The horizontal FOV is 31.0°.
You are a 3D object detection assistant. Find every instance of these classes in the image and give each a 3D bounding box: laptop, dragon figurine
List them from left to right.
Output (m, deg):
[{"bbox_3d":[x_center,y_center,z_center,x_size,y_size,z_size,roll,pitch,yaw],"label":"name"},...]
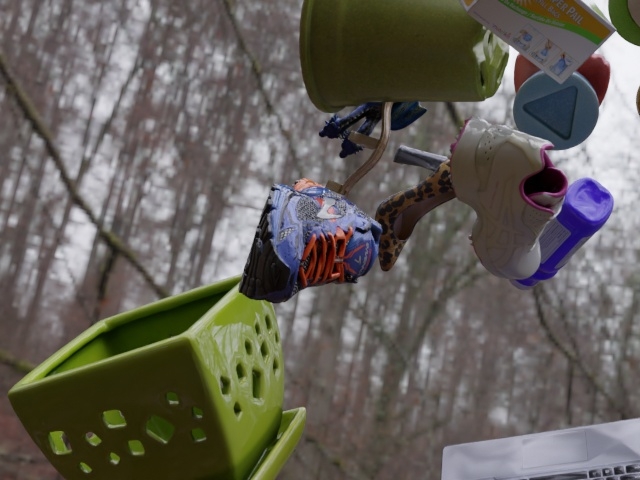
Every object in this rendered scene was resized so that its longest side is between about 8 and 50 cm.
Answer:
[{"bbox_3d":[0.129,-0.238,1.916,0.289,0.144,0.085,-30,-73,31],"label":"dragon figurine"},{"bbox_3d":[0.353,0.374,1.889,0.382,0.408,0.236,-11,-60,15],"label":"laptop"}]

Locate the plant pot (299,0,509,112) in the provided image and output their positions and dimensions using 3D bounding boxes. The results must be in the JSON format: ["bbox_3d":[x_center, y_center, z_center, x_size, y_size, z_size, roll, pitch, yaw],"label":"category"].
[{"bbox_3d":[0.140,-0.310,1.698,0.253,0.276,0.276,10,-17,22],"label":"plant pot"}]

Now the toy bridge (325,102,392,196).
[{"bbox_3d":[0.075,-0.155,1.814,0.063,0.188,0.026,23,-5,40],"label":"toy bridge"}]

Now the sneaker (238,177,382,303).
[{"bbox_3d":[0.000,0.000,0.889,0.087,0.083,0.221,18,17,8],"label":"sneaker"}]

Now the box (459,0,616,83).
[{"bbox_3d":[0.270,-0.314,1.506,0.203,0.114,0.103,28,-63,-35],"label":"box"}]

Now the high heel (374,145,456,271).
[{"bbox_3d":[0.207,-0.044,2.269,0.186,0.261,0.093,19,13,32],"label":"high heel"}]

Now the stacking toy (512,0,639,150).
[{"bbox_3d":[0.437,-0.265,1.736,0.309,0.130,0.280,0,-65,18],"label":"stacking toy"}]

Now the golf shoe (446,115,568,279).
[{"bbox_3d":[0.270,-0.039,1.552,0.140,0.115,0.306,9,-31,30],"label":"golf shoe"}]

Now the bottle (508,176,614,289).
[{"bbox_3d":[0.431,-0.002,2.121,0.092,0.118,0.283,40,-34,7],"label":"bottle"}]

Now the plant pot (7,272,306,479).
[{"bbox_3d":[-0.153,0.182,1.228,0.227,0.207,0.228,-19,11,21],"label":"plant pot"}]
